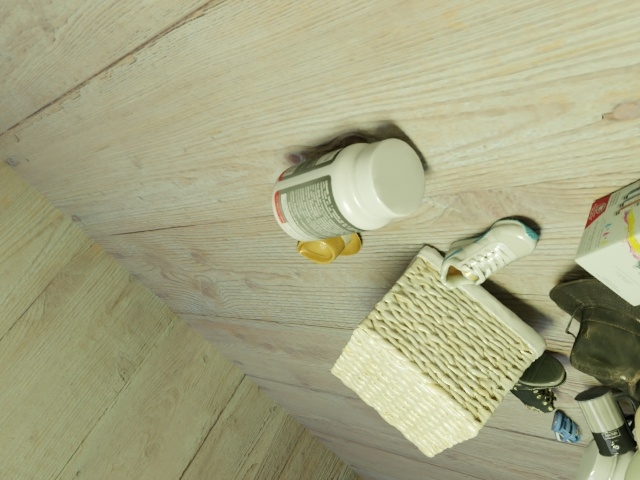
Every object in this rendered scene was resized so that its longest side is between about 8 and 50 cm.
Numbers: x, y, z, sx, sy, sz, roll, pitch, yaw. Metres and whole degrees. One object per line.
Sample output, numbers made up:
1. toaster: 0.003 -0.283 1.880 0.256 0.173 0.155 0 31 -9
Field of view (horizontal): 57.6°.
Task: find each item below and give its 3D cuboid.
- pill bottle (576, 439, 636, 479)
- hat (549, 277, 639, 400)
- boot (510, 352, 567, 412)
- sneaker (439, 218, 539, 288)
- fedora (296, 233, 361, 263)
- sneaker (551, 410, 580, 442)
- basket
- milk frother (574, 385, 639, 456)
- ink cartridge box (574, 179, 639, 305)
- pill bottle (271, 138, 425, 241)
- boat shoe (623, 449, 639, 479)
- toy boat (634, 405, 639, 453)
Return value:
1. pill bottle: 0.816 0.633 1.476 0.283 0.160 0.160 24 150 15
2. hat: 0.526 0.197 1.021 0.331 0.134 0.331 33 170 6
3. boot: 0.524 0.343 1.394 0.178 0.085 0.236 40 157 -18
4. sneaker: 0.317 0.033 1.103 0.087 0.092 0.229 39 149 -9
5. fedora: 0.000 0.000 1.373 0.194 0.079 0.194 25 151 15
6. sneaker: 0.649 0.495 1.540 0.059 0.053 0.144 7 151 39
7. basket: 0.242 0.258 1.281 0.331 0.266 0.328 39 152 12
8. milk frother: 0.664 0.400 1.340 0.143 0.129 0.134 43 -156 -84
9. ink cartridge box: 0.488 -0.009 0.832 0.127 0.128 0.176 37 150 -8
10. pill bottle: 0.048 -0.091 1.100 0.161 0.161 0.283 46 149 -24
11. boat shoe: 0.789 0.494 1.301 0.091 0.109 0.305 22 134 8
12. toy boat: 0.740 0.345 1.062 0.148 0.267 0.318 38 120 -3
